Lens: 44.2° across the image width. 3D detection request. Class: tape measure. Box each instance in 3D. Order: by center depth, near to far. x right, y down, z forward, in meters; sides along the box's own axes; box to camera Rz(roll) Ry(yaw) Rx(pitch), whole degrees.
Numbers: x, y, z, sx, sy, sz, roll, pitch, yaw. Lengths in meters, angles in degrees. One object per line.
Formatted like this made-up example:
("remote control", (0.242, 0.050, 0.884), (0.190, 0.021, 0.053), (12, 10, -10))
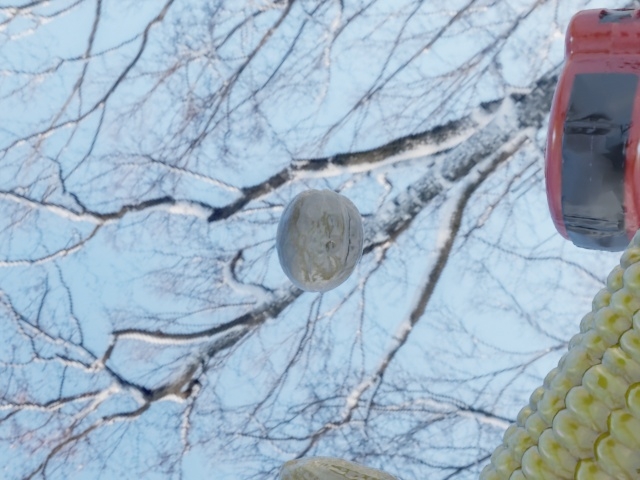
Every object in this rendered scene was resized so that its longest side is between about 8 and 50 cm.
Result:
("tape measure", (0.333, -0.113, 0.867), (0.253, 0.114, 0.260), (24, -104, -57))

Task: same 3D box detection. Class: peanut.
("peanut", (0.037, 0.382, 1.171), (0.226, 0.108, 0.095), (12, -162, 22))

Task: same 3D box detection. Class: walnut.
("walnut", (-0.001, 0.000, 1.227), (0.140, 0.140, 0.162), (6, -98, -37))

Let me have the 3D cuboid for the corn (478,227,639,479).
("corn", (0.160, 0.085, 0.340), (0.144, 0.387, 0.144), (28, -176, -2))
